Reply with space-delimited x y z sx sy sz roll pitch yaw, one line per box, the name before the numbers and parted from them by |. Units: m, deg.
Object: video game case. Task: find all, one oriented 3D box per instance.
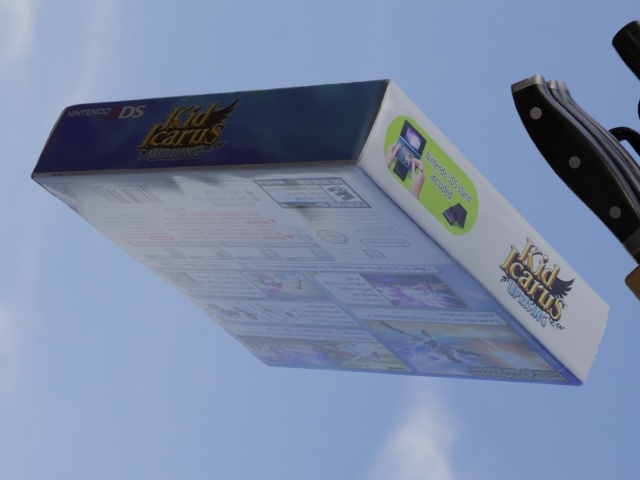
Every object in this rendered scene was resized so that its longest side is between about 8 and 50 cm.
video game case | 0.000 0.000 1.172 0.269 0.244 0.061 0 -122 42

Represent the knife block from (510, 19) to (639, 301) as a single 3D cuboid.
knife block | 0.200 0.022 0.862 0.088 0.242 0.276 -45 -155 19
